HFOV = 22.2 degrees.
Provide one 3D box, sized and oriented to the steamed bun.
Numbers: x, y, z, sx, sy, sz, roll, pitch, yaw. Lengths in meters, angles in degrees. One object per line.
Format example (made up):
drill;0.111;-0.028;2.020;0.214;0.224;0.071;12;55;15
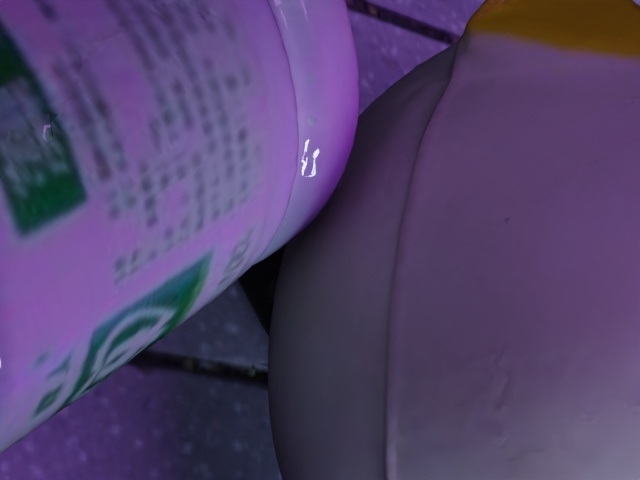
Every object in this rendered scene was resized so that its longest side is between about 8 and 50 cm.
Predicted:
steamed bun;0.145;0.063;0.750;0.374;0.333;0.334;21;61;-56

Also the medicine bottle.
medicine bottle;-0.157;-0.022;0.567;0.325;0.212;0.212;-35;101;-44

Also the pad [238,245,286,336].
pad;0.000;0.000;0.854;0.127;0.004;0.190;-35;101;-44
